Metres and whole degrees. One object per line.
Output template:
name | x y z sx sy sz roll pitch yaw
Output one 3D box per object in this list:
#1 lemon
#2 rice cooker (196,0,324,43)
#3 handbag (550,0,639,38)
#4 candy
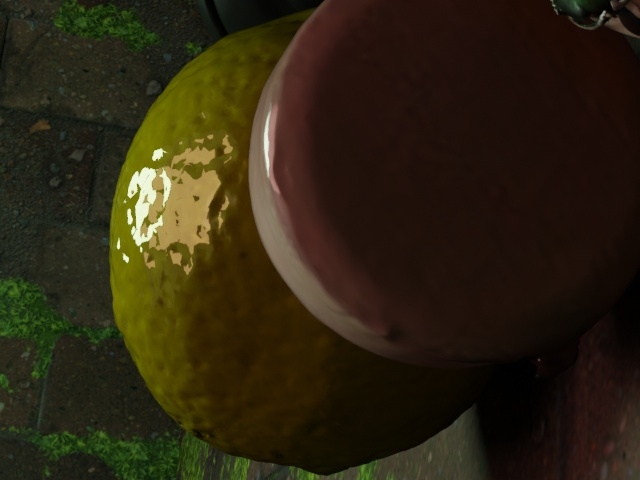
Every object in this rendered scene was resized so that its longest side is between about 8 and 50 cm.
lemon | -0.001 0.002 1.020 0.336 0.336 0.336 -172 90 -79
rice cooker | 0.026 -0.238 1.162 0.241 0.280 0.227 -41 5 30
handbag | 0.188 -0.186 0.704 0.179 0.116 0.205 169 110 -77
candy | 0.082 -0.039 0.823 0.094 0.255 0.255 147 131 -75
